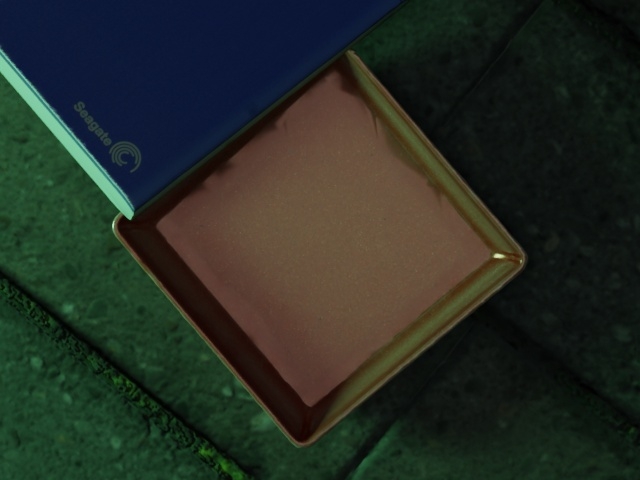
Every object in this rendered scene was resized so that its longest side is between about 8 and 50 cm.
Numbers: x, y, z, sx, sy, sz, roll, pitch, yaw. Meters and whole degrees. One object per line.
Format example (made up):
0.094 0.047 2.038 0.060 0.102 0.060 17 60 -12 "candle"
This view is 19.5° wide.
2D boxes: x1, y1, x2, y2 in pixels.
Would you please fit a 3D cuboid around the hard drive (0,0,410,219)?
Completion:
-0.098 -0.193 1.507 0.319 0.040 0.210 -40 86 -19 "hard drive"

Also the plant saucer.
0.000 0.000 1.588 0.259 0.048 0.258 -41 90 10 "plant saucer"
